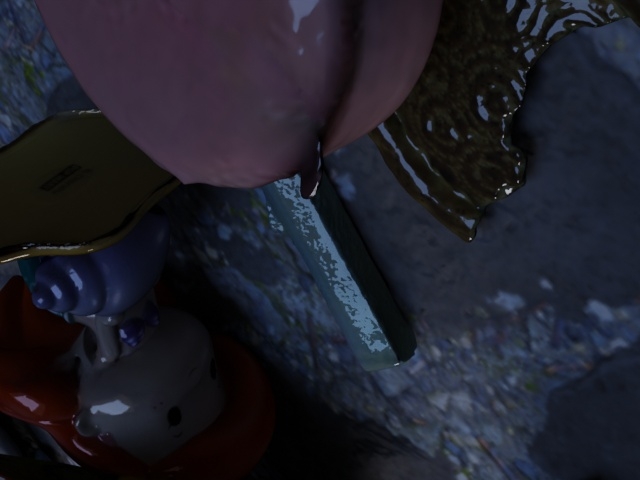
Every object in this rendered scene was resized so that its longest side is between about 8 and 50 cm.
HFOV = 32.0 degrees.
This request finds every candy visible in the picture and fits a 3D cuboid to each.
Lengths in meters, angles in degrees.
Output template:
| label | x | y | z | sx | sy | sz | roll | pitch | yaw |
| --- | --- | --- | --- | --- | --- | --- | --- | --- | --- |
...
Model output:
| label | x | y | z | sx | sy | sz | roll | pitch | yaw |
| --- | --- | --- | --- | --- | --- | --- | --- | --- | --- |
| candy | -0.050 | -0.140 | 0.532 | 0.255 | 0.094 | 0.255 | 28 | 133 | 34 |

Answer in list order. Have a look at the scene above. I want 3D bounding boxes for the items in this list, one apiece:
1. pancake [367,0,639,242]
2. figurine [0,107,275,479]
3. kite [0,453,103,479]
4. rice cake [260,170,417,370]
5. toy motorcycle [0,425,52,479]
| label | x | y | z | sx | sy | sz | roll | pitch | yaw |
| --- | --- | --- | --- | --- | --- | --- | --- | --- | --- |
| pancake | 0.081 | -0.075 | 0.536 | 0.184 | 0.020 | 0.191 | 16 | 131 | 35 |
| figurine | -0.147 | 0.054 | 0.762 | 0.208 | 0.181 | 0.257 | -8 | 125 | 3 |
| kite | -0.111 | 0.195 | 0.792 | 0.327 | 0.013 | 0.377 | 20 | 174 | -4 |
| rice cake | 0.000 | 0.000 | 0.667 | 0.042 | 0.030 | 0.180 | -20 | 106 | 37 |
| toy motorcycle | -0.362 | 0.231 | 1.171 | 0.260 | 0.110 | 0.171 | 57 | 158 | -20 |
